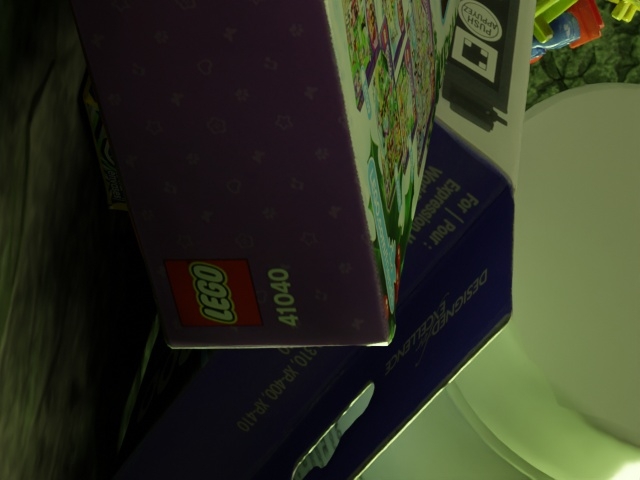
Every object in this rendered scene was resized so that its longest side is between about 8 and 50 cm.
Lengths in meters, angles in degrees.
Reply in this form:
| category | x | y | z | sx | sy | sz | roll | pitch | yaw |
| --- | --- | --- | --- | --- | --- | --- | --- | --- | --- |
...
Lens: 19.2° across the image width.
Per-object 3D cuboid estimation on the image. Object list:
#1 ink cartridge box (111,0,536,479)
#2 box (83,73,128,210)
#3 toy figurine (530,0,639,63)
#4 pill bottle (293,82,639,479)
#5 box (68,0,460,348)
| category | x | y | z | sx | sy | sz | roll | pitch | yaw |
| --- | --- | --- | --- | --- | --- | --- | --- | --- | --- |
| ink cartridge box | 0.000 | 0.000 | 0.610 | 0.206 | 0.045 | 0.208 | -52 | -161 | 41 |
| box | -0.027 | -0.092 | 0.600 | 0.059 | 0.054 | 0.169 | 87 | 12 | -58 |
| toy figurine | 0.061 | -0.197 | 1.102 | 0.217 | 0.191 | 0.362 | 67 | 15 | 0 |
| pill bottle | 0.062 | 0.068 | 0.709 | 0.283 | 0.160 | 0.160 | 128 | -22 | -57 |
| box | -0.017 | -0.150 | 0.405 | 0.201 | 0.057 | 0.293 | -74 | 158 | -50 |
